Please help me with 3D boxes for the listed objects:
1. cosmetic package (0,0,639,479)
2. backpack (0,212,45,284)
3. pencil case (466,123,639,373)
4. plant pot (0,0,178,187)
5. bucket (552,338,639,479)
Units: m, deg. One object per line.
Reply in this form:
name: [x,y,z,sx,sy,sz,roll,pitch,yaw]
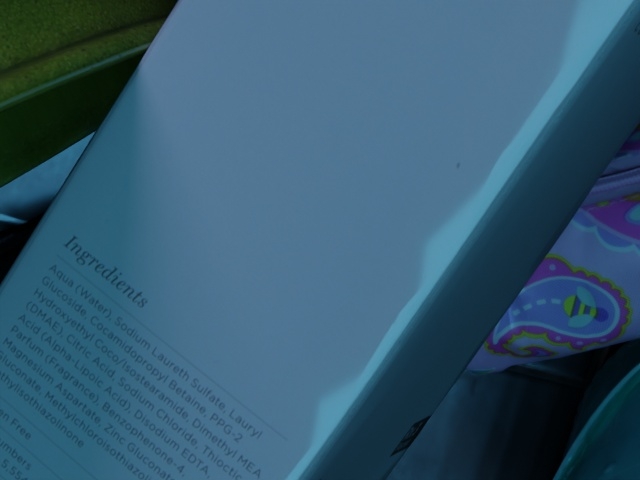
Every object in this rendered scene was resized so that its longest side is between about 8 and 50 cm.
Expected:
cosmetic package: [0.000,0.000,0.614,0.156,0.217,0.385,39,104,13]
backpack: [-0.186,0.057,0.791,0.120,0.098,0.101,-14,128,4]
pencil case: [0.189,-0.019,0.716,0.284,0.124,0.124,-17,108,22]
plant pot: [-0.291,-0.155,0.613,0.366,0.366,0.353,-28,95,10]
bucket: [0.243,0.174,0.739,0.281,0.183,0.281,8,125,11]
